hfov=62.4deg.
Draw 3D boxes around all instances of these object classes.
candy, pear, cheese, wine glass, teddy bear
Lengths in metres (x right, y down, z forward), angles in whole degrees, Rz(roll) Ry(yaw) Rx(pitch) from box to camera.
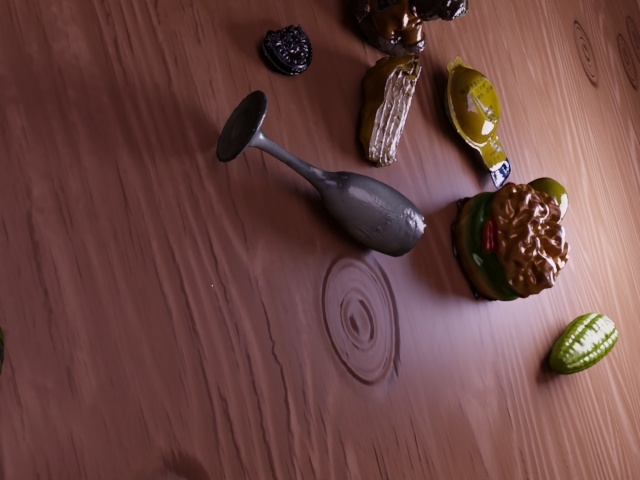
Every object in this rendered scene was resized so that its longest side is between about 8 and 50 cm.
[{"bbox_3d":[0.544,0.224,1.111,0.209,0.096,0.097,-21,92,-38],"label":"candy"},{"bbox_3d":[0.466,-0.075,1.113,0.107,0.107,0.131,52,38,-18],"label":"pear"},{"bbox_3d":[0.316,-0.233,1.048,0.177,0.069,0.271,-44,111,-39],"label":"cheese"},{"bbox_3d":[0.000,0.000,0.680,0.309,0.096,0.265,30,58,-33],"label":"wine glass"},{"bbox_3d":[0.140,-0.396,0.855,0.140,0.190,0.177,-26,101,-49],"label":"teddy bear"}]

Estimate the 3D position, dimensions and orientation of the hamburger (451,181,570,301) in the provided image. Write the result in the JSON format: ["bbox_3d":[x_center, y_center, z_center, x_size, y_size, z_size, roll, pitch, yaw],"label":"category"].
[{"bbox_3d":[0.367,-0.005,0.976,0.237,0.148,0.237,13,69,-37],"label":"hamburger"}]

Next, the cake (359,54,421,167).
[{"bbox_3d":[0.089,-0.219,0.865,0.079,0.116,0.185,5,107,-36],"label":"cake"}]

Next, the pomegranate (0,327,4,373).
[{"bbox_3d":[-0.292,0.097,0.375,0.169,0.122,0.143,56,20,-11],"label":"pomegranate"}]

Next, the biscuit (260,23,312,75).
[{"bbox_3d":[-0.048,-0.280,0.763,0.087,0.027,0.089,15,69,-39],"label":"biscuit"}]

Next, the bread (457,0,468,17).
[{"bbox_3d":[0.199,-0.514,1.024,0.232,0.064,0.173,48,52,-19],"label":"bread"}]
